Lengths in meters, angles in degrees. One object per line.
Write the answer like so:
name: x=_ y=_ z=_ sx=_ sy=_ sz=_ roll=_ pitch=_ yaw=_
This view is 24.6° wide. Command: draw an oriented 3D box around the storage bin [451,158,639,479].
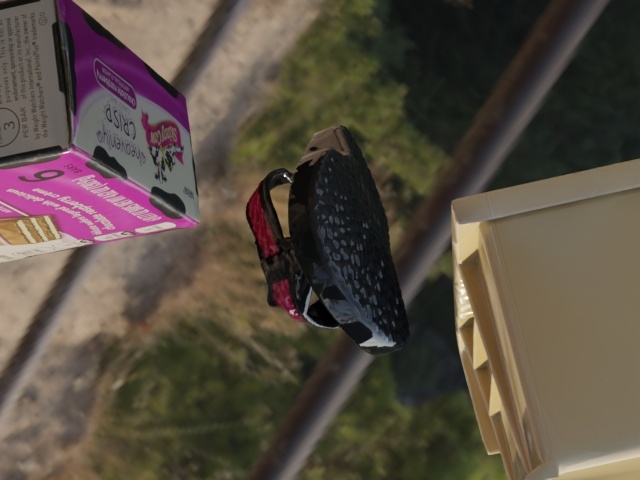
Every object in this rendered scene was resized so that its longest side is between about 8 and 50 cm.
storage bin: x=0.206 y=0.048 z=0.704 sx=0.262 sy=0.123 sz=0.260 roll=-13 pitch=162 yaw=1

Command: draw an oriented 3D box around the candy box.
candy box: x=-0.189 y=-0.031 z=0.649 sx=0.234 sy=0.071 sz=0.159 roll=-10 pitch=168 yaw=12

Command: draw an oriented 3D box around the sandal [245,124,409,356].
sandal: x=0.000 y=0.000 z=0.497 sx=0.040 sy=0.067 sz=0.179 roll=-20 pitch=-170 yaw=6
